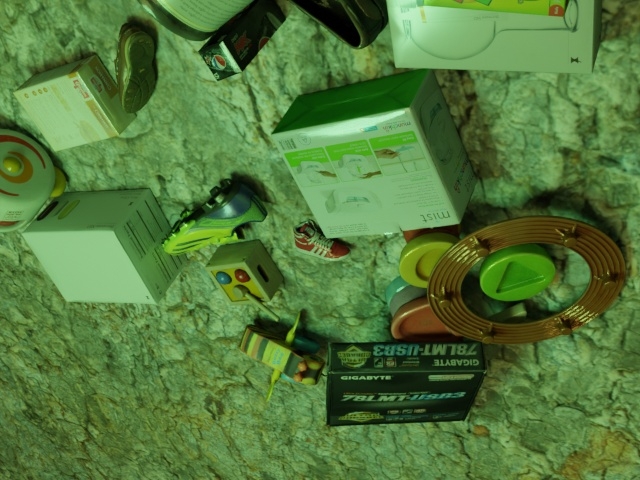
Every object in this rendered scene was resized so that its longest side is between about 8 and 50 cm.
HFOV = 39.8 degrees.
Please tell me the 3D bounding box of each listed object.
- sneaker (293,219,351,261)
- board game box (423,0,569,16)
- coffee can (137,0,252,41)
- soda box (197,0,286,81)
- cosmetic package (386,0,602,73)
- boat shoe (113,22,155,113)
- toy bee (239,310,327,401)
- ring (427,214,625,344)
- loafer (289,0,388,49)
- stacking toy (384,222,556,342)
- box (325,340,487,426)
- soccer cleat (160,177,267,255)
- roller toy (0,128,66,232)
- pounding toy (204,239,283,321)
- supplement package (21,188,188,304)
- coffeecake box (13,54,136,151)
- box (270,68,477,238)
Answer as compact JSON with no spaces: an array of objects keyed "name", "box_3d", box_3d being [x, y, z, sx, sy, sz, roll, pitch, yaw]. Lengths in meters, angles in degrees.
[{"name":"sneaker","box_3d":[0.000,0.000,1.700,0.118,0.042,0.067,10,138,23]},{"name":"board game box","box_3d":[0.221,-0.339,1.112,0.181,0.043,0.092,10,135,19]},{"name":"coffee can","box_3d":[-0.117,-0.427,1.186,0.275,0.201,0.201,-30,113,27]},{"name":"soda box","box_3d":[-0.118,-0.317,1.364,0.053,0.169,0.060,-12,124,37]},{"name":"cosmetic package","box_3d":[0.220,-0.405,1.153,0.284,0.097,0.377,5,132,21]},{"name":"boat shoe","box_3d":[-0.335,-0.308,1.580,0.060,0.064,0.178,47,143,27]},{"name":"toy bee","box_3d":[-0.050,0.248,1.879,0.298,0.162,0.195,-1,86,17]},{"name":"ring","box_3d":[0.350,0.083,1.507,0.336,0.032,0.337,0,137,0]},{"name":"loafer","box_3d":[-0.019,-0.384,1.308,0.267,0.084,0.096,35,138,-6]},{"name":"stacking toy","box_3d":[0.258,0.058,1.606,0.279,0.130,0.309,0,139,-7]},{"name":"box","box_3d":[0.157,0.285,1.741,0.295,0.073,0.293,-1,151,-2]},{"name":"soccer cleat","box_3d":[-0.216,-0.021,1.762,0.121,0.093,0.289,40,137,-19]},{"name":"roller toy","box_3d":[-0.653,-0.125,1.825,0.209,0.191,0.146,41,136,-12]},{"name":"pounding toy","box_3d":[-0.148,0.088,1.821,0.130,0.100,0.141,-8,126,35]},{"name":"supplement package","box_3d":[-0.458,0.014,1.888,0.261,0.145,0.204,-1,130,29]},{"name":"coffeecake box","box_3d":[-0.468,-0.258,1.686,0.185,0.068,0.142,-7,126,34]},{"name":"box","box_3d":[0.091,-0.133,1.459,0.262,0.127,0.231,-7,127,33]}]
